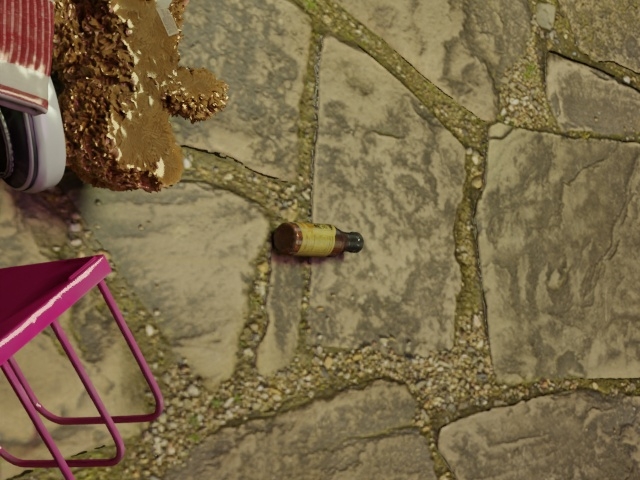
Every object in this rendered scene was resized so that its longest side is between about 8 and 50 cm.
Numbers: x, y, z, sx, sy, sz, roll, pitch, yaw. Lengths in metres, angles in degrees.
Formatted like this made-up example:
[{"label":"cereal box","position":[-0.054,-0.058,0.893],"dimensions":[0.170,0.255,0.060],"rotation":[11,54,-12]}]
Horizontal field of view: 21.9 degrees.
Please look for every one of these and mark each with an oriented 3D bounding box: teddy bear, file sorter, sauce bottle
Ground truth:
[{"label":"teddy bear","position":[-0.210,-0.204,1.741],"dimensions":[0.245,0.113,0.338],"rotation":[3,75,-45]},{"label":"file sorter","position":[-0.310,0.170,1.478],"dimensions":[0.290,0.202,0.182],"rotation":[-43,116,-43]},{"label":"sauce bottle","position":[0.000,0.000,1.970],"dimensions":[0.128,0.042,0.042],"rotation":[3,79,-50]}]

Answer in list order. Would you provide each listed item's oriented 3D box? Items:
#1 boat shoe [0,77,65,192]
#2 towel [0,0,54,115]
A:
[{"label":"boat shoe","position":[-0.359,-0.190,1.582],"dimensions":[0.119,0.121,0.335],"rotation":[-25,89,-40]},{"label":"towel","position":[-0.350,-0.291,1.529],"dimensions":[0.237,0.037,0.329],"rotation":[16,62,-36]}]
